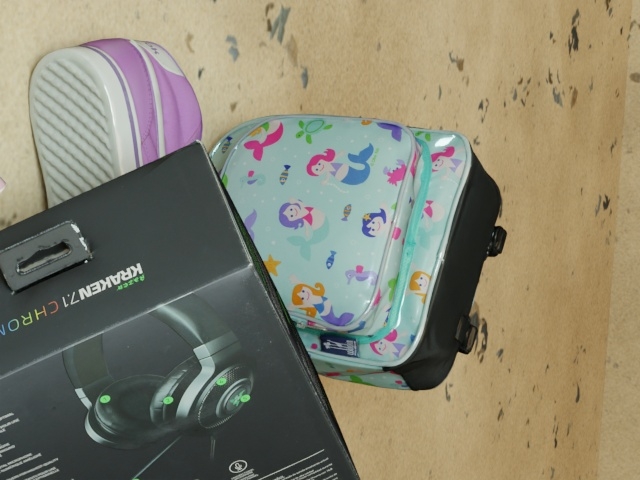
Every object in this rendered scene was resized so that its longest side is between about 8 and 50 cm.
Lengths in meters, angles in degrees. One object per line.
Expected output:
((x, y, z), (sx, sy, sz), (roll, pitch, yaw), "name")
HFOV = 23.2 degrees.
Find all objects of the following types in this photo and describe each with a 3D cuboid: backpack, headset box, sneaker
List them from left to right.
((-0.135, 0.099, 1.062), (0.283, 0.246, 0.131), (65, 0, -46), "headset box")
((-0.138, -0.017, 1.215), (0.161, 0.102, 0.282), (-26, 119, -63), "sneaker")
((0.000, 0.000, 1.324), (0.191, 0.253, 0.225), (36, 67, -56), "backpack")

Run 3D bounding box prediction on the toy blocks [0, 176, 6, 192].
((-0.281, 0.111, 0.674), (0.260, 0.288, 0.309), (51, 43, -17), "toy blocks")
